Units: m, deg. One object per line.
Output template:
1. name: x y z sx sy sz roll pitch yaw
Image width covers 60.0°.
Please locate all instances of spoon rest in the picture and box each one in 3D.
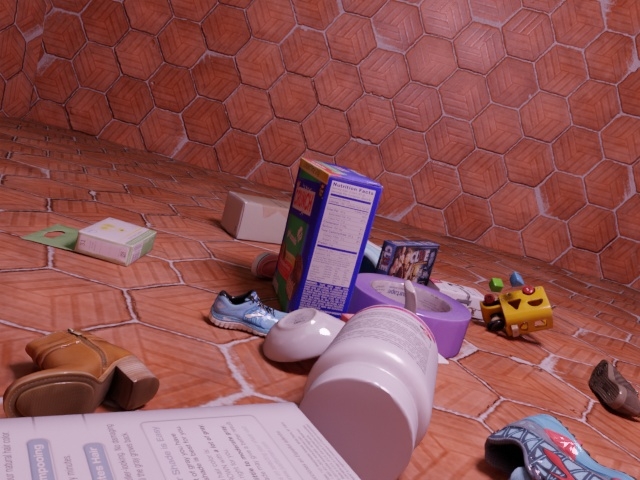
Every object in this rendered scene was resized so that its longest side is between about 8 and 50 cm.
1. spoon rest: 0.034 0.149 0.942 0.276 0.084 0.137 -17 16 5

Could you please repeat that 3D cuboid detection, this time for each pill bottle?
1. pill bottle: 0.070 0.194 0.738 0.160 0.160 0.283 18 11 12

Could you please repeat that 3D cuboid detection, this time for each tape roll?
1. tape roll: 0.191 0.162 1.242 0.275 0.090 0.275 14 12 -3

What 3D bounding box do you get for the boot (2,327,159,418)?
1. boot: -0.309 0.155 0.656 0.152 0.073 0.197 23 1 30

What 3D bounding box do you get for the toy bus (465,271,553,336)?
1. toy bus: 0.497 0.196 1.432 0.191 0.202 0.104 19 40 -18

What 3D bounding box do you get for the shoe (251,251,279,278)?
1. shoe: -0.091 0.069 1.375 0.081 0.063 0.178 16 6 28

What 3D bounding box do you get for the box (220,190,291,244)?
1. box: -0.148 -0.063 1.796 0.311 0.121 0.148 8 14 -35

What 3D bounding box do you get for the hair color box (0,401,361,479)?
1. hair color box: -0.146 0.225 0.413 0.374 0.113 0.185 9 13 -34

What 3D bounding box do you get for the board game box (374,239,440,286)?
1. board game box: 0.226 0.082 1.485 0.042 0.165 0.243 24 14 36

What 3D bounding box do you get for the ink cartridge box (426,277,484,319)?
1. ink cartridge box: 0.379 0.163 1.555 0.150 0.063 0.109 13 11 -9

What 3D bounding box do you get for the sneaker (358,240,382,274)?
1. sneaker: 0.061 0.031 1.590 0.366 0.135 0.150 21 9 31

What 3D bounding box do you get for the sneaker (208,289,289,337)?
1. sneaker: -0.119 0.130 1.015 0.162 0.073 0.063 12 11 -16

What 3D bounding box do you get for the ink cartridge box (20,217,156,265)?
1. ink cartridge box: -0.511 -0.013 1.245 0.235 0.056 0.171 17 12 -2

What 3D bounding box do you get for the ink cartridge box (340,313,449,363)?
1. ink cartridge box: 0.125 0.203 1.009 0.115 0.067 0.198 8 12 -30

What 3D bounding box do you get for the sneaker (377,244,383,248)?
1. sneaker: 0.248 0.072 1.783 0.215 0.084 0.083 22 18 26

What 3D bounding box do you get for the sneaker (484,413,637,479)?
1. sneaker: 0.294 0.316 0.677 0.125 0.104 0.262 -6 12 -13

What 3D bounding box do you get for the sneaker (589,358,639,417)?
1. sneaker: 0.628 0.319 1.175 0.071 0.066 0.188 34 19 7

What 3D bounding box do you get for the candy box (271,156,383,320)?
1. candy box: 0.000 0.000 1.182 0.122 0.317 0.268 12 11 -16
